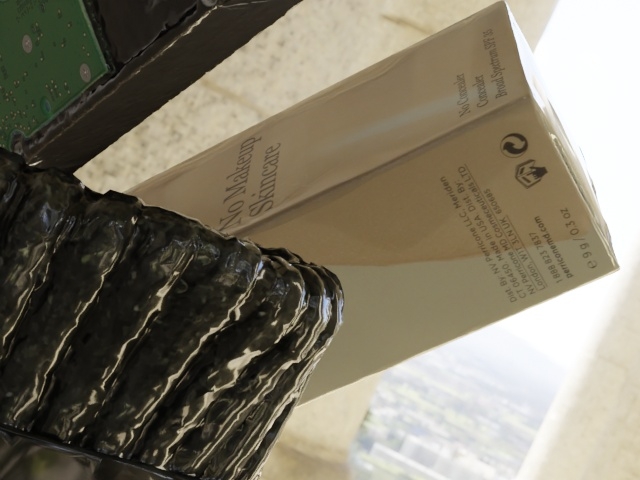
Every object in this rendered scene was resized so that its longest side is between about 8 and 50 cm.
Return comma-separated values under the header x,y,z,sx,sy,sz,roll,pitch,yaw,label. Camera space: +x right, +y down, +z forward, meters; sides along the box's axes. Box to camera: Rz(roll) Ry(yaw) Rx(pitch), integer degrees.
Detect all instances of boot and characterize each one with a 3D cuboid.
x,y,z,sx,sy,sz,roll,pitch,yaw,label
-0.164,0.087,0.342,0.348,0.260,0.131,12,9,-44,boot

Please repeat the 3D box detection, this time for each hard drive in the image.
x,y,z,sx,sy,sz,roll,pitch,yaw,label
-0.122,-0.171,0.546,0.064,0.236,0.339,-18,-6,-42,hard drive

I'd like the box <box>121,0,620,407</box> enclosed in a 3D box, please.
x,y,z,sx,sy,sz,roll,pitch,yaw,label
0.000,0.000,0.700,0.121,0.311,0.148,57,17,-27,box
